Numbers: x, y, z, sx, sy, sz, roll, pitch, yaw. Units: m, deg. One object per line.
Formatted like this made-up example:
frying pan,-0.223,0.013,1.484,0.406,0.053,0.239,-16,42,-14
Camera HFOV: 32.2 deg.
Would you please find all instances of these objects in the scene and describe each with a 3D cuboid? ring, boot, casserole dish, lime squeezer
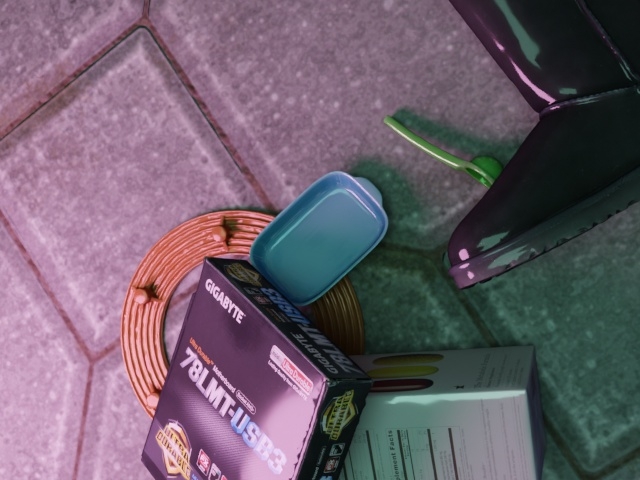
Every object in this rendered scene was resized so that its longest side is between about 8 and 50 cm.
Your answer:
ring,-0.109,0.127,1.434,0.337,0.032,0.336,1,94,17
boot,0.197,-0.214,1.217,0.367,0.146,0.445,-29,85,-14
casserole dish,0.000,0.000,1.371,0.188,0.037,0.114,-43,75,0
lime squeezer,0.222,-0.099,1.310,0.311,0.059,0.109,1,94,17

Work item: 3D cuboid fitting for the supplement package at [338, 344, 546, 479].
supplement package,0.131,0.213,1.300,0.244,0.139,0.133,-5,105,16

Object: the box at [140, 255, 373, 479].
box,-0.086,0.212,1.288,0.295,0.073,0.293,40,119,47
